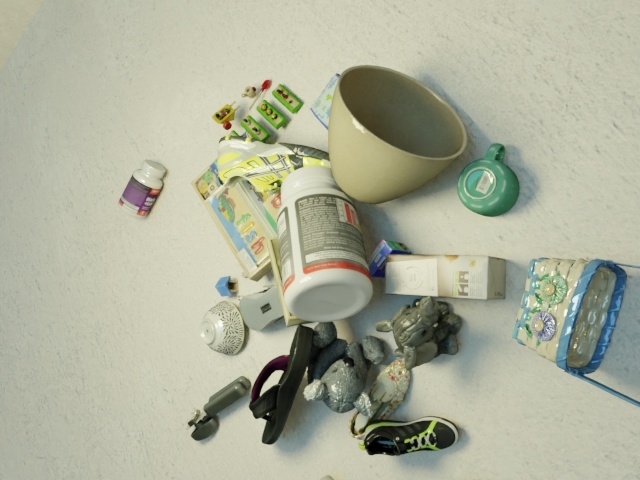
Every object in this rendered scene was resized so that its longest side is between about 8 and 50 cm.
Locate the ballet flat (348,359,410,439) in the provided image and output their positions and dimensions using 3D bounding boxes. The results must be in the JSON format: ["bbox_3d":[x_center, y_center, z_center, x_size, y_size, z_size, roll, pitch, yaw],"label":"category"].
[{"bbox_3d":[0.146,0.409,1.392,0.091,0.077,0.241,34,103,31],"label":"ballet flat"}]

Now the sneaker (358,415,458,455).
[{"bbox_3d":[0.207,0.478,1.304,0.234,0.097,0.084,-11,103,19],"label":"sneaker"}]

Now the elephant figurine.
[{"bbox_3d":[0.212,0.206,1.270,0.169,0.239,0.186,10,91,34],"label":"elephant figurine"}]

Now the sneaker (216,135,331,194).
[{"bbox_3d":[-0.109,-0.197,1.557,0.384,0.145,0.147,9,89,17],"label":"sneaker"}]

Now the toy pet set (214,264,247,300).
[{"bbox_3d":[-0.262,0.128,1.703,0.114,0.065,0.122,-11,79,33],"label":"toy pet set"}]

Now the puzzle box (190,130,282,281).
[{"bbox_3d":[-0.199,-0.115,1.664,0.272,0.052,0.409,-41,64,10],"label":"puzzle box"}]

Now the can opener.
[{"bbox_3d":[-0.314,0.515,1.706,0.093,0.074,0.280,44,115,-7],"label":"can opener"}]

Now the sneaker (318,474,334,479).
[{"bbox_3d":[0.009,0.751,1.438,0.153,0.101,0.269,32,109,31],"label":"sneaker"}]

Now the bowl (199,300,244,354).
[{"bbox_3d":[-0.317,0.274,1.697,0.170,0.080,0.170,4,96,44],"label":"bowl"}]

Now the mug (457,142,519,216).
[{"bbox_3d":[0.379,-0.137,1.279,0.129,0.097,0.158,-24,73,30],"label":"mug"}]

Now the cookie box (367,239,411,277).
[{"bbox_3d":[0.168,0.048,1.395,0.040,0.107,0.092,47,110,28],"label":"cookie box"}]

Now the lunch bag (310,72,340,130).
[{"bbox_3d":[0.056,-0.365,1.522,0.151,0.096,0.129,47,111,18],"label":"lunch bag"}]

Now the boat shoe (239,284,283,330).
[{"bbox_3d":[-0.133,0.176,1.586,0.306,0.105,0.113,-37,75,52],"label":"boat shoe"}]

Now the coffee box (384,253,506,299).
[{"bbox_3d":[0.289,0.084,1.291,0.246,0.141,0.098,0,85,33],"label":"coffee box"}]

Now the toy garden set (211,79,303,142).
[{"bbox_3d":[-0.207,-0.394,1.686,0.244,0.049,0.204,-44,62,2],"label":"toy garden set"}]

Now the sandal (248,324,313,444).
[{"bbox_3d":[-0.119,0.375,1.457,0.107,0.167,0.446,15,128,-5],"label":"sandal"}]

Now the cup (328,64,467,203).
[{"bbox_3d":[0.148,-0.228,1.344,0.331,0.331,0.237,57,139,25],"label":"cup"}]

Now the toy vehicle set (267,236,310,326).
[{"bbox_3d":[-0.035,0.094,1.459,0.035,0.166,0.267,102,157,-49],"label":"toy vehicle set"}]

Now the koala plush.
[{"bbox_3d":[0.050,0.342,1.349,0.196,0.221,0.203,19,104,-7],"label":"koala plush"}]

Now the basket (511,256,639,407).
[{"bbox_3d":[0.539,0.160,1.077,0.289,0.201,0.255,14,92,44],"label":"basket"}]

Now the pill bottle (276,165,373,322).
[{"bbox_3d":[0.000,0.000,1.372,0.210,0.210,0.363,-31,48,28],"label":"pill bottle"}]

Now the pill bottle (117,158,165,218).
[{"bbox_3d":[-0.626,-0.184,1.955,0.108,0.108,0.193,42,108,30],"label":"pill bottle"}]
